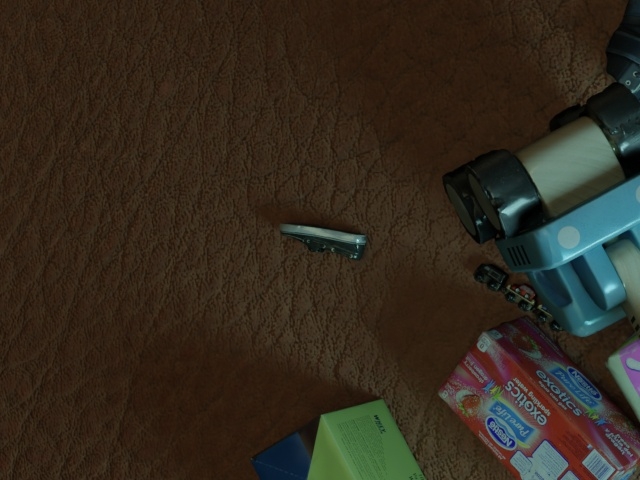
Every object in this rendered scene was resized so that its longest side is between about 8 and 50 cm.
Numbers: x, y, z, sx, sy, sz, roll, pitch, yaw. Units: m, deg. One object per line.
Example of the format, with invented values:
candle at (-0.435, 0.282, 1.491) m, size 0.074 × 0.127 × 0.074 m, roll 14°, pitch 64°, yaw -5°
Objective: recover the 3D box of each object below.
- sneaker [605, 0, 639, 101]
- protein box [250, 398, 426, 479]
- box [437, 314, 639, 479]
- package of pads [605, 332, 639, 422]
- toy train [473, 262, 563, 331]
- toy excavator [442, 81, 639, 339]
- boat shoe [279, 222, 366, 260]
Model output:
sneaker at (0.475, -0.233, 1.715) m, size 0.226 × 0.086 × 0.163 m, roll 30°, pitch 93°, yaw 34°
protein box at (0.041, 0.352, 1.889) m, size 0.136 × 0.201 × 0.200 m, roll -34°, pitch 76°, yaw 23°
box at (0.300, 0.238, 1.782) m, size 0.257 × 0.122 × 0.128 m, roll 46°, pitch 122°, yaw 23°
package of pads at (0.538, 0.167, 1.689) m, size 0.296 × 0.101 × 0.229 m, roll -34°, pitch 77°, yaw 23°
toy train at (0.284, 0.078, 1.861) m, size 0.158 × 0.027 × 0.036 m, roll 34°, pitch 95°, yaw 23°
toy excavator at (0.375, 0.050, 1.623) m, size 0.222 × 0.433 × 0.445 m, roll -29°, pitch 90°, yaw -5°
boat shoe at (0.000, 0.000, 1.993) m, size 0.142 × 0.049 × 0.040 m, roll 10°, pitch 96°, yaw 25°
